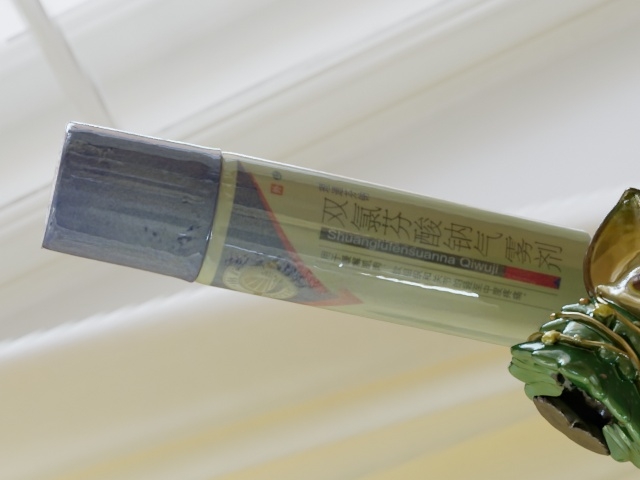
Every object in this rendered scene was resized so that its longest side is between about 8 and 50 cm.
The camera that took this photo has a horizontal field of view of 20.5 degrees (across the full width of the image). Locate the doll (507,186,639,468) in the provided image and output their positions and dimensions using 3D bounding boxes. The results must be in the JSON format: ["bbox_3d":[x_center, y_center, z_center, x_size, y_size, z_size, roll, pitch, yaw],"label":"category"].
[{"bbox_3d":[0.128,0.039,0.713,0.078,0.113,0.076,36,149,11],"label":"doll"}]

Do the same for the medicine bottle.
[{"bbox_3d":[0.000,0.000,0.754,0.059,0.231,0.059,-169,90,-80],"label":"medicine bottle"}]
